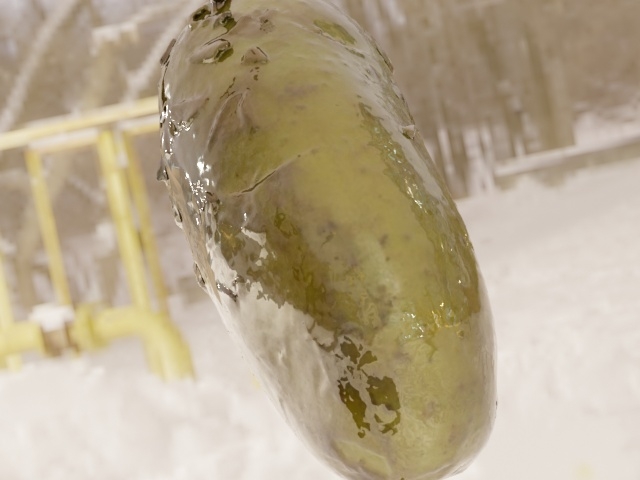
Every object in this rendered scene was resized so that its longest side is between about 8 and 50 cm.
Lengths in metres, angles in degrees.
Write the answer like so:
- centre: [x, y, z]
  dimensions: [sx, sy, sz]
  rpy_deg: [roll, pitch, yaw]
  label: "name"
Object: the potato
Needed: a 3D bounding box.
- centre: [0.000, 0.000, 0.830]
  dimensions: [0.113, 0.251, 0.149]
  rpy_deg: [-11, -27, -14]
  label: "potato"
